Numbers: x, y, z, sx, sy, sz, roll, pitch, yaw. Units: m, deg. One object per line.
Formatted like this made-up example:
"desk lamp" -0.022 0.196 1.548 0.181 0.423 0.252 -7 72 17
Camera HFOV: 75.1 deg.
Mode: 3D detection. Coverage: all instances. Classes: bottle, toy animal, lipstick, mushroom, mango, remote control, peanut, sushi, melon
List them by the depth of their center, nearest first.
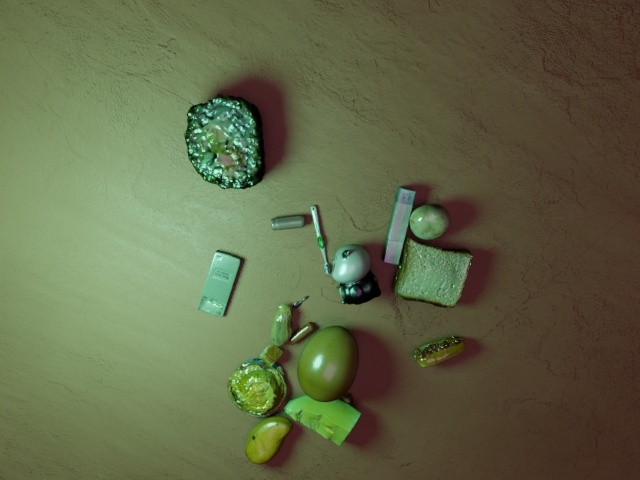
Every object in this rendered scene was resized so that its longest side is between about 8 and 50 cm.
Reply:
"sushi" -0.363 -0.371 1.603 0.294 0.178 0.352 -5 100 0
"toy animal" 0.138 0.131 1.716 0.165 0.187 0.235 -15 106 25
"mushroom" 0.452 -0.079 1.728 0.166 0.127 0.166 2 124 3
"bottle" -0.135 -0.074 1.732 0.140 0.053 0.053 -6 101 -2
"lipstick" 0.327 -0.061 1.751 0.068 0.066 0.318 10 100 -6
"remote control" -0.432 0.189 1.779 0.123 0.038 0.286 17 101 -5
"peanut" -0.163 0.366 1.798 0.093 0.083 0.194 15 101 8
"melon" -0.001 0.784 1.867 0.323 0.124 0.196 26 107 1
"mango" -0.235 0.894 1.886 0.157 0.109 0.262 43 91 0

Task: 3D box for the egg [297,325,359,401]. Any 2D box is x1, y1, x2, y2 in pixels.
"egg" 0.036 0.516 1.752 0.250 0.250 0.323 22 93 -7

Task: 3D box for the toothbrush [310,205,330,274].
"toothbrush" 0.000 0.000 1.769 0.030 0.030 0.304 -12 98 0

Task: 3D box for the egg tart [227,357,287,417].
"egg tart" -0.274 0.662 1.838 0.290 0.107 0.291 -1 101 -3

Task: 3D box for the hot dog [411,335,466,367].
"hot dog" 0.524 0.489 1.848 0.249 0.102 0.076 -20 137 1

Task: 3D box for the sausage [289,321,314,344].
"sausage" -0.082 0.407 1.832 0.131 0.041 0.039 -39 79 4

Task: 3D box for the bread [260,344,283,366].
"bread" -0.213 0.497 1.817 0.070 0.077 0.083 42 140 -2

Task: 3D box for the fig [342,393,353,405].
"fig" 0.121 0.742 1.907 0.050 0.050 0.083 13 117 -5

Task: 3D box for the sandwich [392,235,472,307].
"sandwich" 0.473 0.141 1.782 0.301 0.099 0.271 12 105 -8

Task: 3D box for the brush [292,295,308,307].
"brush" -0.087 0.268 1.822 0.083 0.008 0.024 -39 99 4
